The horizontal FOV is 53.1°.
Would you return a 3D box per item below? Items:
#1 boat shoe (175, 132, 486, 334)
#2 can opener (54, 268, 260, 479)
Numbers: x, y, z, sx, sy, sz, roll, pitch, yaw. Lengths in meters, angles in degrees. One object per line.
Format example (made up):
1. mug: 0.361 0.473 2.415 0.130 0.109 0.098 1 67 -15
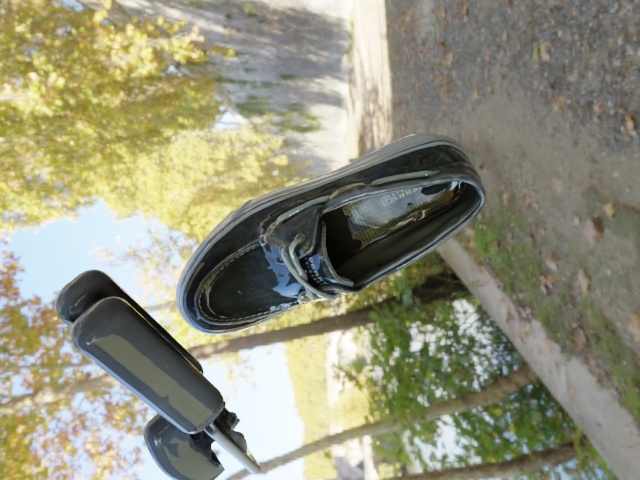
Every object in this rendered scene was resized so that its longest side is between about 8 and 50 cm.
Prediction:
1. boat shoe: 0.000 0.000 0.620 0.121 0.335 0.119 56 -173 -21
2. can opener: -0.136 0.141 0.541 0.076 0.095 0.283 40 166 42
